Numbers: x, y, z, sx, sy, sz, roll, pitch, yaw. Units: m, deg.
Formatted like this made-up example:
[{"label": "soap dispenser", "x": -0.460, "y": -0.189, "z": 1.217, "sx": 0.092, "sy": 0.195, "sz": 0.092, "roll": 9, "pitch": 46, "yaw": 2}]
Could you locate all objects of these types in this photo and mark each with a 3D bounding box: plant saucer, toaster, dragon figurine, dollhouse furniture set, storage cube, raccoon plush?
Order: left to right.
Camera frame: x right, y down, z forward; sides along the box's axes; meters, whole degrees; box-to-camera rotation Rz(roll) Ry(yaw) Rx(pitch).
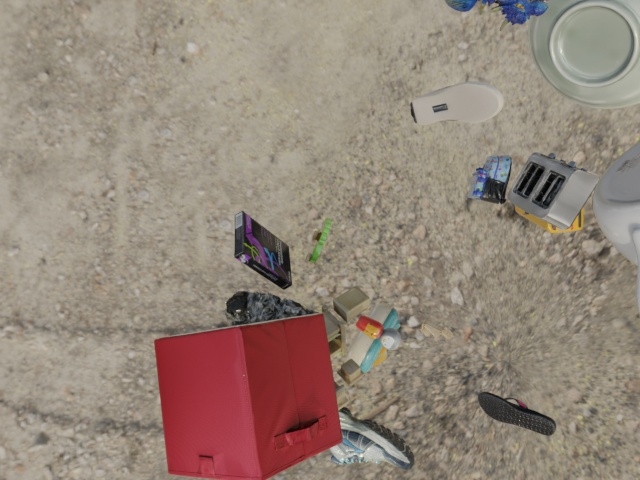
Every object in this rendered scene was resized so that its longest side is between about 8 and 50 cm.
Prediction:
[{"label": "storage cube", "x": -0.107, "y": 0.218, "z": 0.783, "sx": 0.215, "sy": 0.184, "sz": 0.193, "roll": -13, "pitch": 81, "yaw": 37}, {"label": "raccoon plush", "x": -0.095, "y": 0.300, "z": 1.138, "sx": 0.216, "sy": 0.446, "sz": 0.299, "roll": 11, "pitch": 71, "yaw": 19}, {"label": "dollhouse furniture set", "x": 0.044, "y": 0.201, "z": 0.944, "sx": 0.182, "sy": 0.101, "sz": 0.161, "roll": -29, "pitch": 48, "yaw": -23}, {"label": "dragon figurine", "x": 0.171, "y": -0.336, "z": 0.638, "sx": 0.144, "sy": 0.085, "sz": 0.289, "roll": -50, "pitch": 39, "yaw": 5}, {"label": "toaster", "x": 0.609, "y": -0.130, "z": 1.428, "sx": 0.185, "sy": 0.110, "sz": 0.168, "roll": -64, "pitch": 28, "yaw": 16}, {"label": "plant saucer", "x": 0.692, "y": -0.500, "z": 1.336, "sx": 0.400, "sy": 0.400, "sz": 0.100, "roll": 37, "pitch": 56, "yaw": 22}]

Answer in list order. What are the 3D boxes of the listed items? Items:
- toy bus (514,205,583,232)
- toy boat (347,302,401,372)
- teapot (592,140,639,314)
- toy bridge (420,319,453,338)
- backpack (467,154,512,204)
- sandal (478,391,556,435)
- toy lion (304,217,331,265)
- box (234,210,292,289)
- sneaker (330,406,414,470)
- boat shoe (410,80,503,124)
[{"label": "toy bus", "x": 0.694, "y": -0.116, "z": 1.654, "sx": 0.130, "sy": 0.332, "sz": 0.108, "roll": -9, "pitch": 105, "yaw": 2}, {"label": "toy boat", "x": 0.194, "y": 0.330, "z": 1.807, "sx": 0.148, "sy": 0.318, "sz": 0.267, "roll": 28, "pitch": 76, "yaw": 14}, {"label": "teapot", "x": 0.453, "y": -0.029, "z": 0.600, "sx": 0.256, "sy": 0.252, "sz": 0.187, "roll": -34, "pitch": 99, "yaw": 27}, {"label": "toy bridge", "x": 0.360, "y": 0.285, "z": 1.739, "sx": 0.063, "sy": 0.188, "sz": 0.026, "roll": 45, "pitch": 77, "yaw": -4}, {"label": "backpack", "x": 0.596, "y": -0.221, "z": 1.881, "sx": 0.117, "sy": 0.158, "sz": 0.173, "roll": 14, "pitch": 98, "yaw": 3}, {"label": "sandal", "x": 0.458, "y": 0.400, "z": 1.260, "sx": 0.179, "sy": 0.040, "sz": 0.067, "roll": 17, "pitch": 124, "yaw": 26}, {"label": "toy lion", "x": 0.000, "y": 0.000, "z": 1.265, "sx": 0.034, "sy": 0.096, "sz": 0.100, "roll": 21, "pitch": 67, "yaw": -7}, {"label": "box", "x": -0.123, "y": 0.023, "z": 1.164, "sx": 0.029, "sy": 0.162, "sz": 0.116, "roll": -28, "pitch": 46, "yaw": 22}, {"label": "sneaker", "x": 0.089, "y": 0.493, "z": 1.308, "sx": 0.283, "sy": 0.110, "sz": 0.122, "roll": 22, "pitch": 87, "yaw": 23}, {"label": "boat shoe", "x": 0.445, "y": -0.439, "z": 1.660, "sx": 0.158, "sy": 0.127, "sz": 0.340, "roll": -32, "pitch": 25, "yaw": -29}]
